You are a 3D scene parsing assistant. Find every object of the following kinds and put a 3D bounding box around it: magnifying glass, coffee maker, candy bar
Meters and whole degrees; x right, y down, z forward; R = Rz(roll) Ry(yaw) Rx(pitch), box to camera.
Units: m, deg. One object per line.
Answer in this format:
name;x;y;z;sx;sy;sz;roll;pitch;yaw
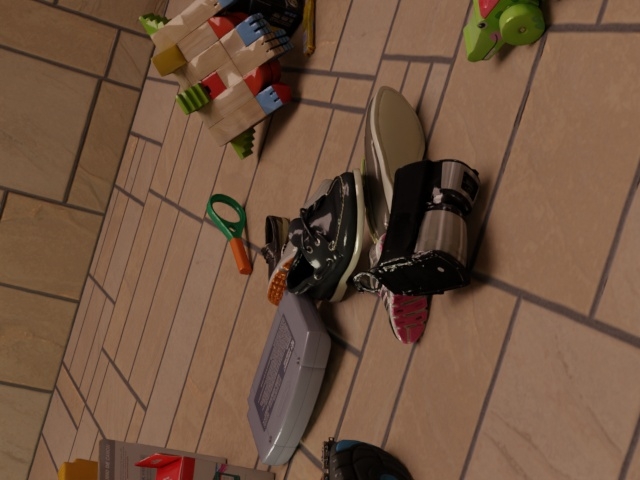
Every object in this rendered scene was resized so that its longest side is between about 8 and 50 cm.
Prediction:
magnifying glass;-0.194;-0.016;2.451;0.026;0.092;0.231;-55;41;32
coffee maker;0.140;-0.021;1.604;0.120;0.171;0.178;71;-154;-52
candy bar;-0.026;-0.468;2.422;0.040;0.018;0.161;131;145;-51

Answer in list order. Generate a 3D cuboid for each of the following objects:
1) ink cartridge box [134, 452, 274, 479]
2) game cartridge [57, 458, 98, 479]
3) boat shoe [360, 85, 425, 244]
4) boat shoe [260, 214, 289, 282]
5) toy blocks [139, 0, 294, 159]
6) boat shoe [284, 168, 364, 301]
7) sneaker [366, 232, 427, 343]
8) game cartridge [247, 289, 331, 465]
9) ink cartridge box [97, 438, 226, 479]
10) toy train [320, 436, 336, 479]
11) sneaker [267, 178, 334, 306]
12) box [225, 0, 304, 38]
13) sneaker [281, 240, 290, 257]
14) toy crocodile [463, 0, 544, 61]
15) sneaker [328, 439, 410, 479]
ink cartridge box;-0.216;0.449;2.014;0.134;0.231;0.078;-36;44;55
game cartridge;-0.392;0.594;2.249;0.053;0.285;0.324;-60;27;28
boat shoe;0.112;-0.114;1.793;0.091;0.109;0.305;-42;43;43
boat shoe;-0.097;0.020;2.241;0.056;0.049;0.152;-39;42;52
toy blocks;-0.183;-0.397;2.418;0.261;0.381;0.191;-30;4;29
boat shoe;0.000;-0.003;1.839;0.340;0.113;0.127;108;162;-62
sneaker;0.112;0.074;1.694;0.075;0.063;0.170;-19;86;66
game cartridge;-0.059;0.246;1.984;0.196;0.060;0.294;-110;35;-58
ink cartridge box;-0.319;0.556;2.127;0.130;0.271;0.309;-55;30;37
toy train;0.014;0.398;1.800;0.036;0.027;0.158;125;151;-59
sneaker;-0.017;0.006;2.042;0.262;0.099;0.121;-57;21;19
box;-0.148;-0.518;2.519;0.147;0.180;0.078;-48;33;44
sneaker;-0.066;0.052;2.166;0.044;0.040;0.109;-42;39;54
toy crocodile;0.296;-0.375;1.550;0.340;0.105;0.115;-44;38;50
sneaker;0.068;0.418;1.548;0.341;0.125;0.140;-109;36;-56
